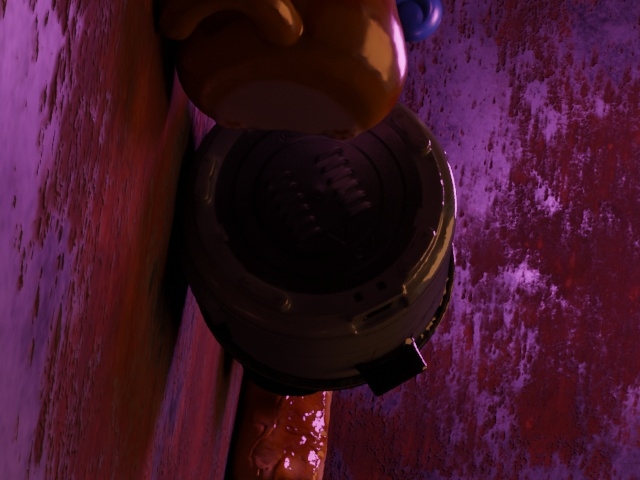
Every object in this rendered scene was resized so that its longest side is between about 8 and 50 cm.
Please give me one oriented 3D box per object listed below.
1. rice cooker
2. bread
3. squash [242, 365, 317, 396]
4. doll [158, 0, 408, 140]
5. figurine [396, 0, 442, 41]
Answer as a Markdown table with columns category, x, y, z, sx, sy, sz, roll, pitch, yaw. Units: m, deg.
| category | x | y | z | sx | sy | sz | roll | pitch | yaw |
| --- | --- | --- | --- | --- | --- | --- | --- | --- | --- |
| rice cooker | 0.000 | 0.000 | 1.012 | 0.280 | 0.241 | 0.227 | 57 | -8 | 17 |
| bread | -0.070 | 0.309 | 1.997 | 0.195 | 0.148 | 0.344 | 113 | -12 | -47 |
| squash | -0.036 | 0.093 | 1.637 | 0.252 | 0.165 | 0.252 | -172 | -90 | -80 |
| doll | -0.016 | -0.194 | 0.839 | 0.162 | 0.166 | 0.270 | 99 | -4 | -48 |
| figurine | 0.056 | -0.535 | 2.031 | 0.298 | 0.243 | 0.416 | -7 | 84 | -80 |
